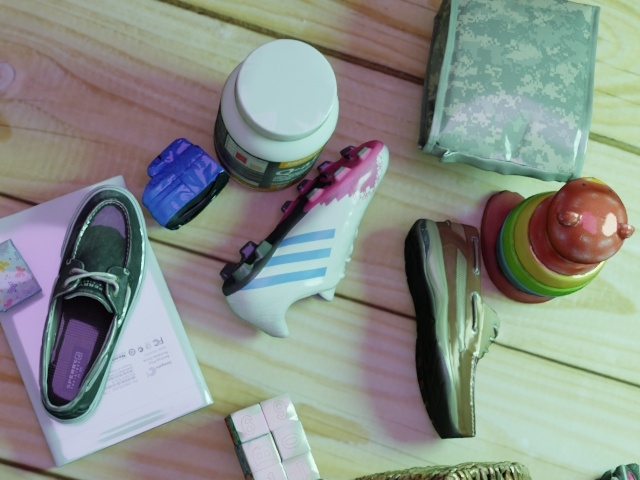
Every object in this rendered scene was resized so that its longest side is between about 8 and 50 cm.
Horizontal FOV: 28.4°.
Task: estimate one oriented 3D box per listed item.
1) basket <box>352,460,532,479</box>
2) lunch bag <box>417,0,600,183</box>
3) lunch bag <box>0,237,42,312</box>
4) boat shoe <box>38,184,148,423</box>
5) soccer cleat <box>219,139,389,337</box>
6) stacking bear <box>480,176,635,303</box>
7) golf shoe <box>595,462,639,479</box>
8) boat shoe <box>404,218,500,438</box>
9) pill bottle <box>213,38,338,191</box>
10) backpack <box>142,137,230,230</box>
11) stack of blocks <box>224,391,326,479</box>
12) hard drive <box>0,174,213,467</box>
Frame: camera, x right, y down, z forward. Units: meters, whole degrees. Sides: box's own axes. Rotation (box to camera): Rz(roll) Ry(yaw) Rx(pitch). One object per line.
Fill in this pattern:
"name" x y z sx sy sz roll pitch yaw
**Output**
"basket" 0.188 0.464 1.773 0.214 0.223 0.299 1 77 -42
"lunch bag" 0.274 -0.219 1.864 0.235 0.169 0.287 12 65 -4
"lunch bag" -0.431 0.052 1.727 0.071 0.053 0.083 -32 76 -15
"boat shoe" -0.304 0.081 1.705 0.121 0.119 0.335 9 79 -7
"soccer cleat" 0.000 0.000 1.835 0.331 0.116 0.143 -46 108 -14
"stacking bear" 0.343 -0.007 1.785 0.176 0.289 0.164 18 77 -5
"golf shoe" 0.476 0.458 1.816 0.120 0.105 0.272 1 80 -16
"boat shoe" 0.203 0.123 1.827 0.120 0.122 0.323 -3 81 -13
"pill bottle" -0.063 -0.172 1.759 0.162 0.278 0.162 1 80 -8
"backpack" -0.202 -0.079 1.816 0.101 0.098 0.120 43 89 10
"stack of blocks" -0.036 0.361 1.716 0.087 0.171 0.297 -19 82 -12
"hard drive" -0.325 0.111 1.783 0.233 0.047 0.353 -21 84 -12
